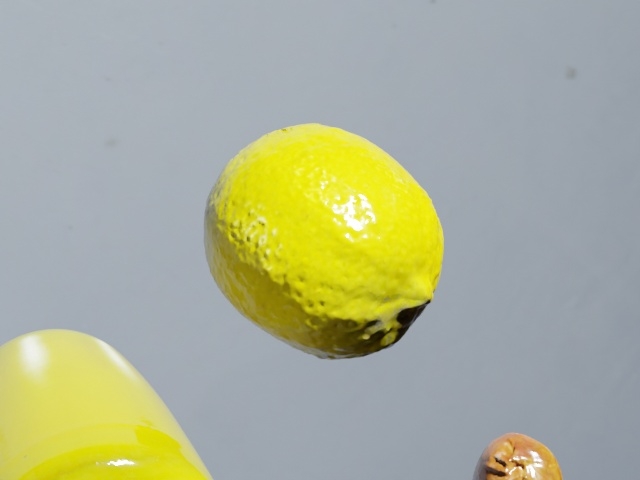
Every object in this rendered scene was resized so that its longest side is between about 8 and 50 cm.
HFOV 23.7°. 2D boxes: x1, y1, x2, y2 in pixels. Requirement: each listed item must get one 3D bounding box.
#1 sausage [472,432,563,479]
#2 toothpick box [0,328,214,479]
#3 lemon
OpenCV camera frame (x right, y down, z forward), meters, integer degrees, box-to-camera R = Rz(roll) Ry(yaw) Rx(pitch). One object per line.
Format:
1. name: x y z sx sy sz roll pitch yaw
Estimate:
1. sausage: 0.154 0.205 1.205 0.076 0.197 0.076 -2 67 4
2. toothpick box: -0.175 0.170 1.084 0.175 0.271 0.175 -6 111 -16
3. lemon: 0.003 0.001 1.183 0.193 0.180 0.180 31 85 7
